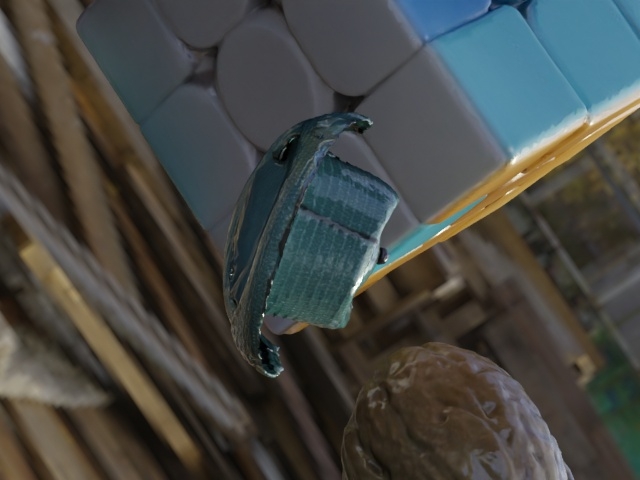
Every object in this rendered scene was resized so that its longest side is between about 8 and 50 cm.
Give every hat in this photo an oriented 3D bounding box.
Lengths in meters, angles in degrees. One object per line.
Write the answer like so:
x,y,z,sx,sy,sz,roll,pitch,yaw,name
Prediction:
0.000,0.000,0.939,0.078,0.138,0.191,18,6,-9,hat

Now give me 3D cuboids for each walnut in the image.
0.113,0.189,1.428,0.230,0.178,0.178,48,0,44,walnut

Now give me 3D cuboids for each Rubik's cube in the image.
0.055,-0.152,1.333,0.292,0.291,0.290,-28,83,-42,Rubik's cube
